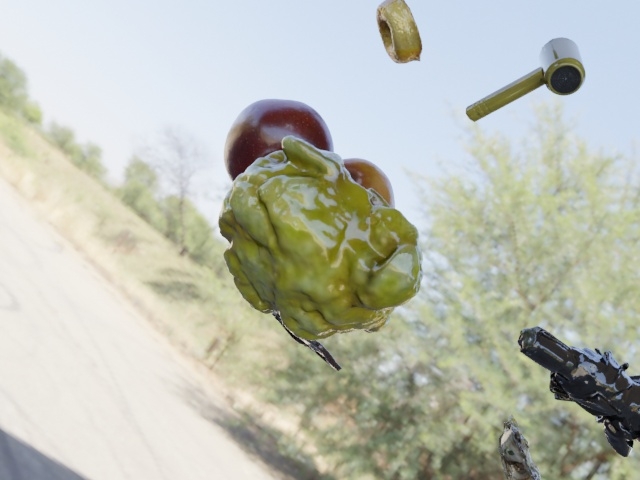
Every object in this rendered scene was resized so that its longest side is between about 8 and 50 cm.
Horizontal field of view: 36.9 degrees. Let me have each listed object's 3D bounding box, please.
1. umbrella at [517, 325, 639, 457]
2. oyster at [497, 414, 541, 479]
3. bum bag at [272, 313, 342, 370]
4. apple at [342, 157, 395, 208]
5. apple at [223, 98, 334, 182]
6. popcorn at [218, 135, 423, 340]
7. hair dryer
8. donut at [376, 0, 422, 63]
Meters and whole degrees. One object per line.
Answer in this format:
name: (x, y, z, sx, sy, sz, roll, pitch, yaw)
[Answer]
umbrella: (0.357, 0.188, 1.213, 0.340, 0.118, 0.118, 32, -2, -37)
oyster: (0.388, 0.424, 1.872, 0.108, 0.053, 0.166, 119, -45, -74)
bum bag: (-0.025, 0.194, 1.892, 0.159, 0.026, 0.109, 31, -16, 43)
apple: (0.057, -0.084, 2.330, 0.253, 0.253, 0.253, 36, -6, 4)
apple: (-0.080, -0.170, 1.872, 0.218, 0.218, 0.201, 40, 17, -34)
popcorn: (-0.006, 0.012, 1.524, 0.334, 0.294, 0.292, 27, 5, -2)
hair dryer: (0.451, -0.336, 2.131, 0.090, 0.278, 0.135, 52, 25, -24)
donut: (0.191, -0.515, 2.367, 0.190, 0.074, 0.174, -111, -178, -81)
